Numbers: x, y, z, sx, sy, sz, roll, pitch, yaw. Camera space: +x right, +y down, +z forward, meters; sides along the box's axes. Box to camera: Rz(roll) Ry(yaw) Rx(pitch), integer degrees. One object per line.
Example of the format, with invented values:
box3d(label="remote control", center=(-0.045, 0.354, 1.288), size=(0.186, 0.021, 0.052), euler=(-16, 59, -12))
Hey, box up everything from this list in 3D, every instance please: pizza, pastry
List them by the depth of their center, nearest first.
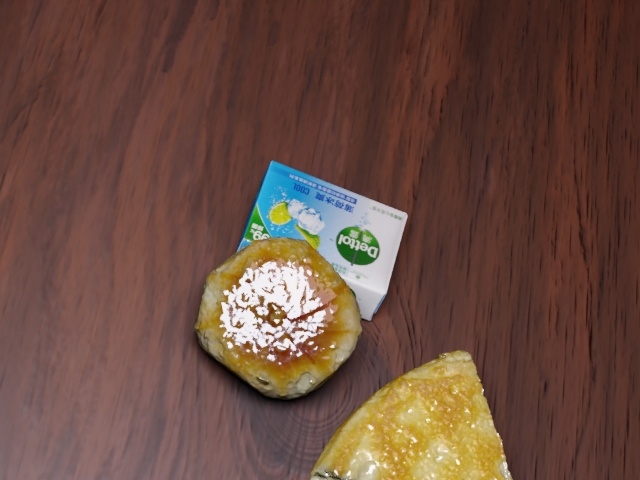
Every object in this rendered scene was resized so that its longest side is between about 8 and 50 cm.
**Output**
box3d(label="pizza", center=(0.144, 0.297, 1.949), size=(0.280, 0.075, 0.288), euler=(-28, 72, -28))
box3d(label="pastry", center=(-0.052, 0.094, 1.969), size=(0.182, 0.093, 0.192), euler=(-42, 89, -9))

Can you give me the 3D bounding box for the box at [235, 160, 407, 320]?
box3d(label="box", center=(-0.001, 0.000, 2.096), size=(0.194, 0.073, 0.139), euler=(21, 52, -5))
